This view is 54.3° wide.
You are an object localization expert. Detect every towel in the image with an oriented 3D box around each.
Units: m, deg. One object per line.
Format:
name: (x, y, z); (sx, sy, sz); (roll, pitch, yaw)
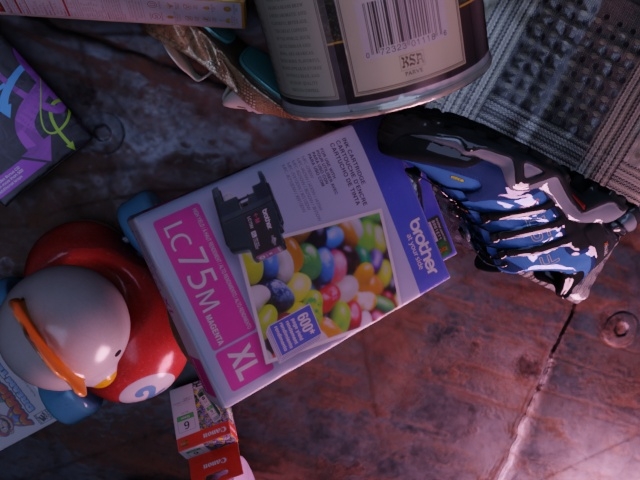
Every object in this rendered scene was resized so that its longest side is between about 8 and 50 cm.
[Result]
towel: (0.242, -0.133, 0.699); (0.312, 0.056, 0.324); (26, 100, -7)

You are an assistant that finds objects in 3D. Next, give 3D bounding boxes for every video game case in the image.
video game case: (-0.388, 0.164, 0.699); (0.143, 0.019, 0.157); (-29, 103, 12)

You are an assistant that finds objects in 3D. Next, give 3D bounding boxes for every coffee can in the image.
coffee can: (0.027, -0.267, 0.525); (0.202, 0.201, 0.275); (-16, 118, -2)

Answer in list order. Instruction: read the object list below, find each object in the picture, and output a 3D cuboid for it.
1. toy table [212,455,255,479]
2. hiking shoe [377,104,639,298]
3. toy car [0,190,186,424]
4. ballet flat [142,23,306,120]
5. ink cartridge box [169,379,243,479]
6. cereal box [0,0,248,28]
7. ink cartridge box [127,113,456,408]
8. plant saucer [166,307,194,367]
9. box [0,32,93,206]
toy table: (-0.136, 0.393, 0.678); (0.161, 0.274, 0.252); (-15, 140, 2)
hiking shoe: (0.177, -0.028, 0.608); (0.304, 0.113, 0.132); (21, 107, -22)
toy car: (-0.222, 0.092, 0.600); (0.219, 0.238, 0.210); (-31, 103, 2)
ballet flat: (-0.097, -0.182, 0.652); (0.206, 0.073, 0.067); (40, 125, -8)
ink cartridge box: (-0.129, 0.213, 0.701); (0.063, 0.115, 0.029); (-20, 141, -1)
cereal box: (-0.186, -0.287, 0.586); (0.240, 0.047, 0.172); (2, 71, -4)
ink cartridge box: (0.000, 0.000, 0.600); (0.311, 0.065, 0.185); (-27, 100, -24)
plant saucer: (-0.065, 0.053, 0.647); (0.199, 0.036, 0.198); (5, 83, -43)
box: (-0.330, -0.132, 0.628); (0.116, 0.029, 0.162); (-42, 109, -10)
